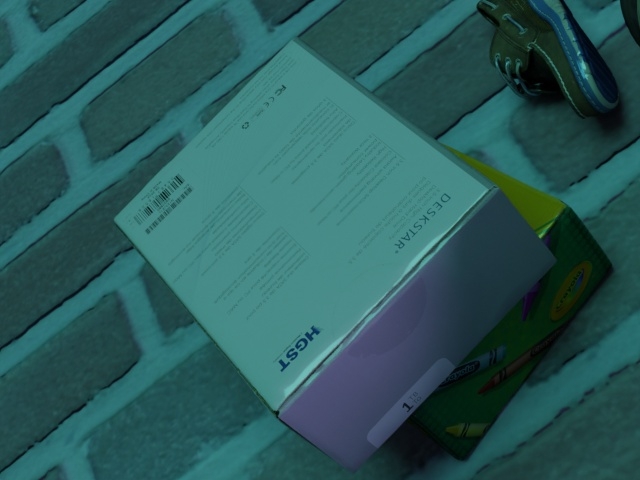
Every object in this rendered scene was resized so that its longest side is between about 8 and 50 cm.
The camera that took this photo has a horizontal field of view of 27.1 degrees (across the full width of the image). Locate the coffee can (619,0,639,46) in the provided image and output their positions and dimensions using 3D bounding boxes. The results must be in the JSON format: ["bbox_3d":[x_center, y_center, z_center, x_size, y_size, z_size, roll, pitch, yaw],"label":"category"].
[{"bbox_3d":[0.310,-0.090,0.716,0.202,0.201,0.275,-32,45,13],"label":"coffee can"}]

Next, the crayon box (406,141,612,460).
[{"bbox_3d":[0.042,0.010,0.925,0.165,0.081,0.278,-52,44,-7],"label":"crayon box"}]

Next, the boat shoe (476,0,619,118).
[{"bbox_3d":[0.161,-0.137,0.967,0.066,0.066,0.183,-35,34,17],"label":"boat shoe"}]

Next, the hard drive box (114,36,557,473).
[{"bbox_3d":[0.000,0.000,0.838,0.181,0.089,0.232,-45,44,0],"label":"hard drive box"}]
